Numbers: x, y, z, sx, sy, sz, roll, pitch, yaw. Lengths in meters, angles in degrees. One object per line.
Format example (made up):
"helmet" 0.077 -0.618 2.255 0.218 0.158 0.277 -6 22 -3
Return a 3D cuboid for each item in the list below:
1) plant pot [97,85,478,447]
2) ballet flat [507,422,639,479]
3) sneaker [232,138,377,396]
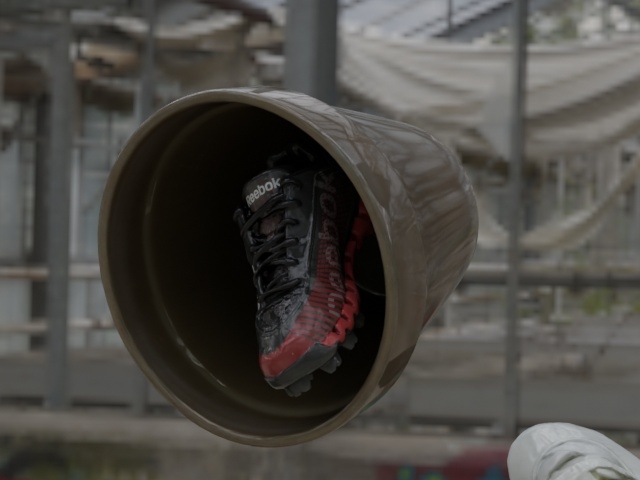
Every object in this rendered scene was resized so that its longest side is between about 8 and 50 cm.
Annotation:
"plant pot" 0.000 0.000 1.662 0.323 0.323 0.280 0 12 33
"ballet flat" 0.334 0.319 1.940 0.139 0.139 0.400 3 34 -41
"sneaker" -0.023 0.013 1.549 0.097 0.276 0.135 -29 -60 33
